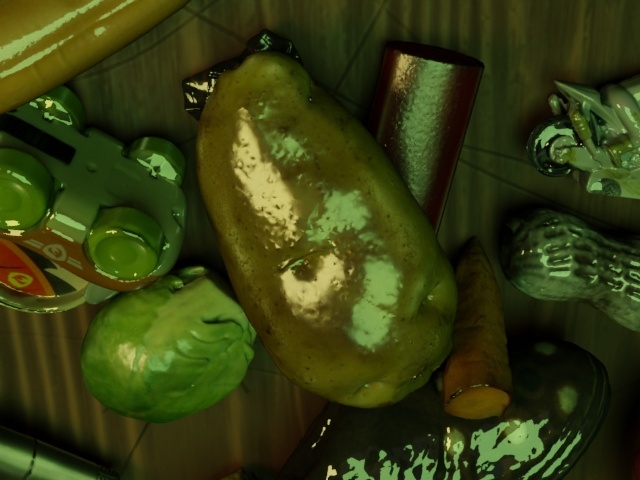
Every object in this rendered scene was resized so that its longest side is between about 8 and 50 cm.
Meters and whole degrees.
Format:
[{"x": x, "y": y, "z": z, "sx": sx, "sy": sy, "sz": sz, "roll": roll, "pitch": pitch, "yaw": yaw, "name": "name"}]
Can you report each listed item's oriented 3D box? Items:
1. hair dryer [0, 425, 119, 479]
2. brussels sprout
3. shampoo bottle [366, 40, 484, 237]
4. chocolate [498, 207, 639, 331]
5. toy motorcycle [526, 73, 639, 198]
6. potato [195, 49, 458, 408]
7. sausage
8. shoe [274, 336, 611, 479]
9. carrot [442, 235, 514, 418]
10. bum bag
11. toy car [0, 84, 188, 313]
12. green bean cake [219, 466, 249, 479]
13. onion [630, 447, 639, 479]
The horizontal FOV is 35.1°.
[{"x": -0.419, "y": 0.283, "z": 1.069, "sx": 0.284, "sy": 0.156, "sz": 0.320, "roll": -47, "pitch": 122, "yaw": 1, "name": "hair dryer"}, {"x": -0.155, "y": 0.109, "z": 1.031, "sx": 0.161, "sy": 0.144, "sz": 0.180, "roll": 31, "pitch": 104, "yaw": -18, "name": "brussels sprout"}, {"x": 0.086, "y": -0.066, "z": 1.034, "sx": 0.102, "sy": 0.064, "sz": 0.260, "roll": 8, "pitch": 113, "yaw": -9, "name": "shampoo bottle"}, {"x": 0.304, "y": 0.034, "z": 1.098, "sx": 0.248, "sy": 0.110, "sz": 0.110, "roll": 15, "pitch": 111, "yaw": -10, "name": "chocolate"}, {"x": 0.331, "y": -0.116, "z": 1.050, "sx": 0.225, "sy": 0.073, "sz": 0.152, "roll": 14, "pitch": 110, "yaw": -17, "name": "toy motorcycle"}, {"x": 0.000, "y": 0.000, "z": 0.960, "sx": 0.176, "sy": 0.195, "sz": 0.369, "roll": -35, "pitch": 105, "yaw": -26, "name": "potato"}, {"x": -0.256, "y": -0.177, "z": 0.875, "sx": 0.328, "sy": 0.112, "sz": 0.112, "roll": -32, "pitch": 116, "yaw": -6, "name": "sausage"}, {"x": 0.119, "y": 0.217, "z": 1.119, "sx": 0.237, "sy": 0.171, "sz": 0.384, "roll": 43, "pitch": 97, "yaw": -16, "name": "shoe"}, {"x": 0.162, "y": 0.081, "z": 1.057, "sx": 0.072, "sy": 0.205, "sz": 0.072, "roll": 3, "pitch": 148, "yaw": 2, "name": "carrot"}, {"x": -0.079, "y": -0.158, "z": 0.980, "sx": 0.124, "sy": 0.034, "sz": 0.058, "roll": -31, "pitch": 120, "yaw": 7, "name": "bum bag"}, {"x": -0.255, "y": -0.012, "z": 0.975, "sx": 0.235, "sy": 0.145, "sz": 0.235, "roll": 4, "pitch": 131, "yaw": 4, "name": "toy car"}, {"x": -0.076, "y": 0.403, "z": 1.140, "sx": 0.131, "sy": 0.224, "sz": 0.229, "roll": -30, "pitch": 114, "yaw": 9, "name": "green bean cake"}, {"x": 0.549, "y": 0.297, "z": 1.161, "sx": 0.358, "sy": 0.345, "sz": 0.358, "roll": -22, "pitch": 151, "yaw": -13, "name": "onion"}]
